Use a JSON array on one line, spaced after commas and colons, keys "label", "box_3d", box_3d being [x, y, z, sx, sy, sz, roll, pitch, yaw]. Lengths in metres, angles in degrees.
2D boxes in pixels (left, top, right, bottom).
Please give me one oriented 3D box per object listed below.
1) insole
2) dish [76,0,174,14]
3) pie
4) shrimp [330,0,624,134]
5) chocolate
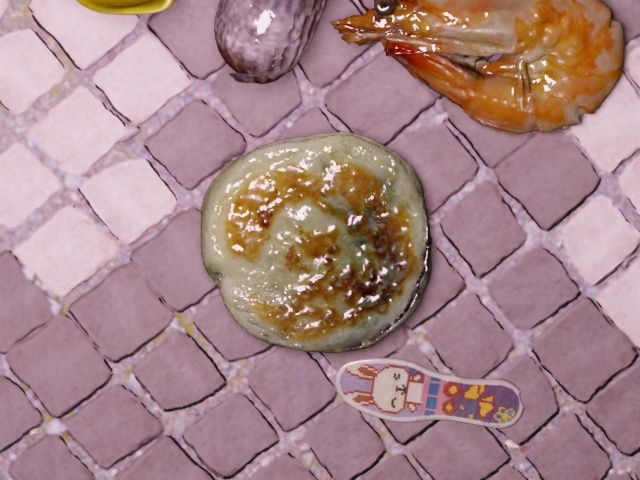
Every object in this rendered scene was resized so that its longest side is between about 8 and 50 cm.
[{"label": "insole", "box_3d": [0.112, 0.159, 1.608, 0.197, 0.004, 0.065, 10, 99, -4]}, {"label": "dish", "box_3d": [-0.176, -0.289, 1.470, 0.149, 0.080, 0.207, -40, 70, 23]}, {"label": "pie", "box_3d": [0.000, 0.000, 1.552, 0.240, 0.054, 0.240, -1, 102, -3]}, {"label": "shrimp", "box_3d": [0.153, -0.185, 1.527, 0.294, 0.062, 0.154, 9, 105, -6]}, {"label": "chocolate", "box_3d": [-0.024, -0.264, 1.483, 0.110, 0.110, 0.248, 29, 100, -7]}]
